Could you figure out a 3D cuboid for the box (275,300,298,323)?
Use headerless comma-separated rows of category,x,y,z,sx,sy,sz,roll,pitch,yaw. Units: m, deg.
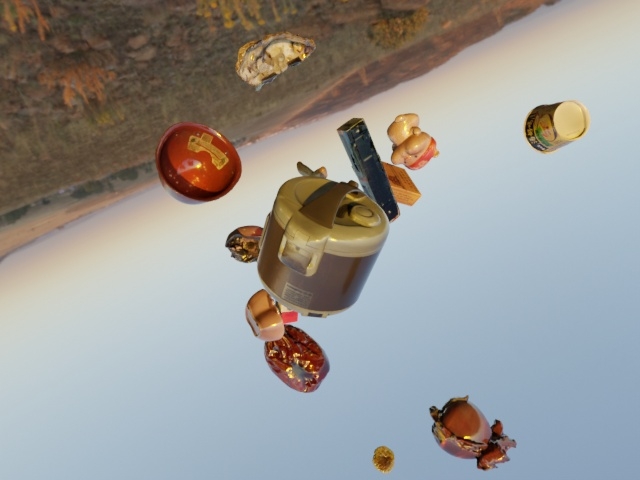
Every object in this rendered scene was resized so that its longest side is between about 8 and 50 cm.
box,-0.137,0.259,1.773,0.048,0.152,0.100,7,-176,44

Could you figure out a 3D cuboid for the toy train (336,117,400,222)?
toy train,0.179,-0.239,1.562,0.086,0.410,0.089,-39,-147,-16

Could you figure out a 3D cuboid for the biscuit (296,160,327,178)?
biscuit,-0.028,-0.308,2.158,0.207,0.164,0.047,19,-127,44

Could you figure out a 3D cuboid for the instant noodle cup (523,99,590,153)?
instant noodle cup,0.691,-0.337,1.268,0.151,0.152,0.122,-25,-177,-4

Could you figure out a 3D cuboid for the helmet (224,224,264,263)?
helmet,-0.313,0.004,2.006,0.253,0.198,0.154,-16,-140,20

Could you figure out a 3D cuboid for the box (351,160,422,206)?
box,0.276,-0.247,1.806,0.273,0.174,0.076,10,132,-37

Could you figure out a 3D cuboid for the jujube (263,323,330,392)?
jujube,-0.132,0.629,2.327,0.276,0.376,0.277,-44,160,-20

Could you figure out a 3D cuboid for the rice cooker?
rice cooker,0.000,0.000,1.172,0.334,0.326,0.335,15,-147,-10

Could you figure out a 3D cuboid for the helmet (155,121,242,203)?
helmet,-0.533,-0.276,1.805,0.230,0.337,0.385,-35,-149,48

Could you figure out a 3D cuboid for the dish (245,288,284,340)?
dish,-0.231,0.303,1.691,0.090,0.214,0.213,-17,-170,-28

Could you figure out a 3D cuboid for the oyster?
oyster,-0.128,-0.546,1.284,0.078,0.129,0.345,23,-138,27

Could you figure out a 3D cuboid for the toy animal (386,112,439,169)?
toy animal,0.327,-0.352,1.576,0.171,0.198,0.171,-29,176,-2

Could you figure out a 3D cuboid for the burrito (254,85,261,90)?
burrito,-0.196,-0.656,1.645,0.060,0.087,0.226,-14,165,-48

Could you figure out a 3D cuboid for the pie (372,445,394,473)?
pie,0.212,0.729,1.448,0.084,0.084,0.020,-35,159,-37

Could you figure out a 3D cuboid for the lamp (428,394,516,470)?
lamp,0.400,0.526,1.189,0.151,0.223,0.215,-47,160,23
